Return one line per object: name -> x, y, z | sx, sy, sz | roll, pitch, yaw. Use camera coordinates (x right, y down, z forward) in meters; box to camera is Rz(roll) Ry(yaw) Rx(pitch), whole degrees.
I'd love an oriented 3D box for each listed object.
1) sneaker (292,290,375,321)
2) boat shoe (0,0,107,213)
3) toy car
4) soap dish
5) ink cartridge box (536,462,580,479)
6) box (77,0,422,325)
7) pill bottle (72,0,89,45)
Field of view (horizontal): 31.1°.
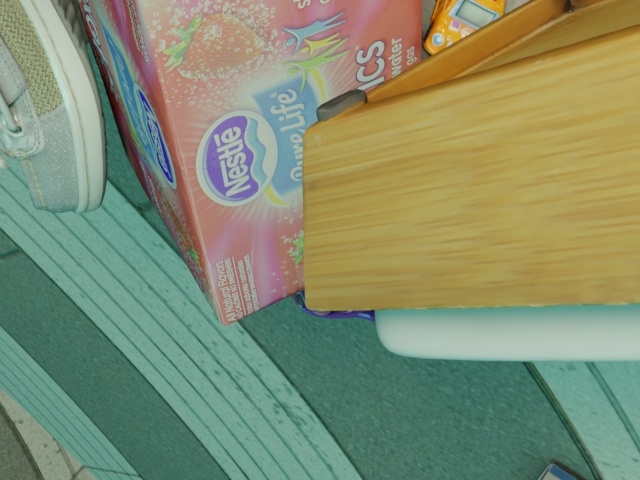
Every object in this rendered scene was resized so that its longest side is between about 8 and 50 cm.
sneaker -> 0.000, 0.000, 0.840 | 0.236, 0.104, 0.095 | 26, 152, 29
boat shoe -> -0.192, -0.132, 0.642 | 0.320, 0.103, 0.118 | 84, 166, -52
toy car -> 0.050, -0.144, 0.597 | 0.122, 0.060, 0.040 | 40, 145, -1
soap dish -> 0.143, -0.051, 0.450 | 0.291, 0.229, 0.118 | -7, 112, 57
ink cartridge box -> 0.249, 0.365, 1.059 | 0.223, 0.129, 0.307 | 31, 153, 17
box -> -0.040, -0.108, 0.623 | 0.154, 0.142, 0.300 | 56, 164, 30
pill bottle -> -0.236, -0.229, 0.724 | 0.162, 0.162, 0.278 | 30, 153, 20
